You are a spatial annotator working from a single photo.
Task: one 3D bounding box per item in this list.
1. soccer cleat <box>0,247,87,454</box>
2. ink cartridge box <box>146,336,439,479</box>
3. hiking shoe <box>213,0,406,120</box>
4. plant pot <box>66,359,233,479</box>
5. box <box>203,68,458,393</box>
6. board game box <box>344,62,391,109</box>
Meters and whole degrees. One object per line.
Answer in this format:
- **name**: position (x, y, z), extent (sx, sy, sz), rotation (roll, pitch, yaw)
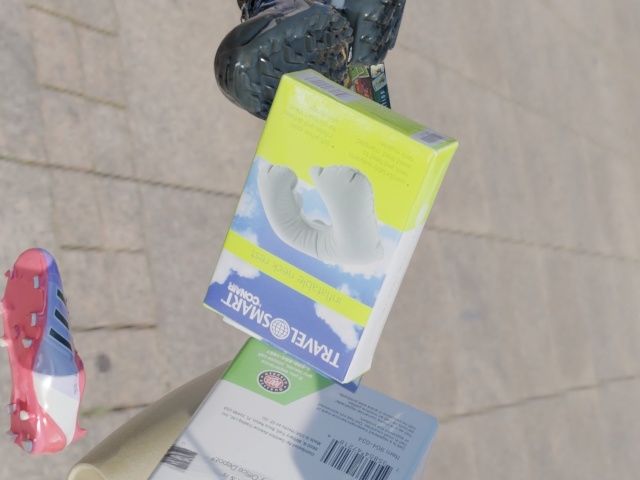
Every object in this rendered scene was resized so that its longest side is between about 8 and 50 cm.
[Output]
- **soccer cleat**: position (-0.311, 0.125, 1.562), extent (0.095, 0.083, 0.248), rotation (-11, 109, -46)
- **ink cartridge box**: position (-0.043, 0.242, 1.198), extent (0.273, 0.198, 0.115), rotation (-54, 162, -42)
- **hiking shoe**: position (-0.032, -0.189, 1.254), extent (0.304, 0.132, 0.113), rotation (-37, 143, -57)
- **plant pot**: position (-0.182, 0.312, 1.774), extent (0.274, 0.256, 0.256), rotation (-15, 95, -42)
- **box**: position (0.000, 0.000, 0.821), extent (0.042, 0.109, 0.178), rotation (-25, 139, -61)
- **board game box**: position (0.055, -0.153, 1.857), extent (0.030, 0.136, 0.259), rotation (-26, 123, -22)
